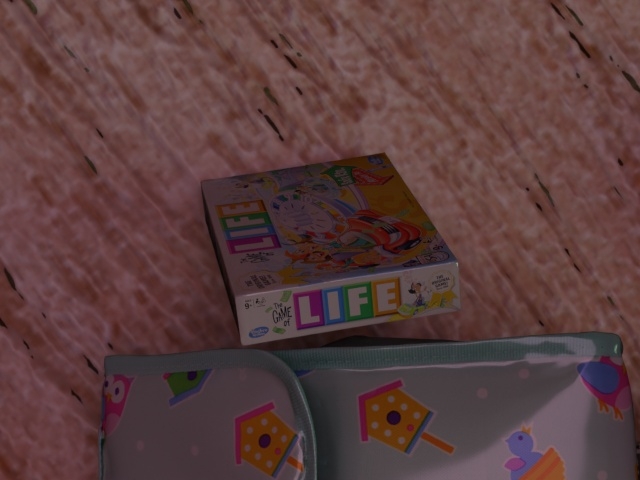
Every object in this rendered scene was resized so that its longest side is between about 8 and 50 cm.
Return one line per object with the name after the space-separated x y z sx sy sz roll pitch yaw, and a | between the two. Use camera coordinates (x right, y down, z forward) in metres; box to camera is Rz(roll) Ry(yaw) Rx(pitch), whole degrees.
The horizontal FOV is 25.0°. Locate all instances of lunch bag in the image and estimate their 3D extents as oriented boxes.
0.017 0.157 0.698 0.262 0.160 0.223 -1 83 1 | lunch bag

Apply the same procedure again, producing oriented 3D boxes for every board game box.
0.000 0.000 0.717 0.103 0.154 0.026 -9 113 -8 | board game box

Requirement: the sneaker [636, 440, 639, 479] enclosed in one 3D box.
0.284 0.220 0.729 0.158 0.182 0.410 -47 117 -39 | sneaker
